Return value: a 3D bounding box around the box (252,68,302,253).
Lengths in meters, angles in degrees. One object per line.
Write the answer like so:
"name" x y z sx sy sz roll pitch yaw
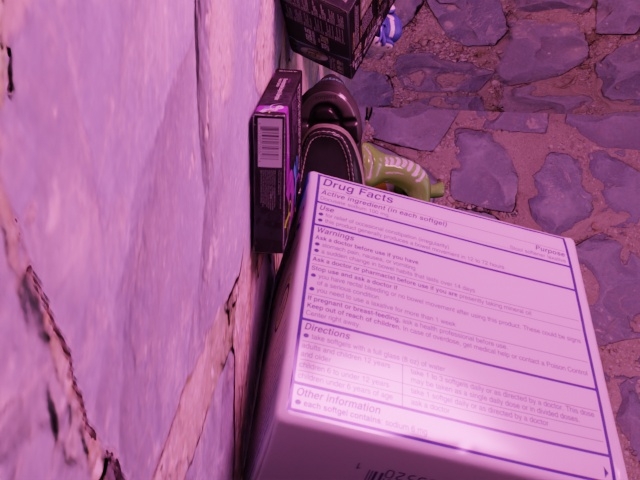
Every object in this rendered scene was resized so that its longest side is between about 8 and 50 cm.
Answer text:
"box" -0.035 -0.074 0.714 0.162 0.029 0.116 -84 176 -66

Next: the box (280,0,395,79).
"box" 0.030 -0.266 0.825 0.147 0.077 0.180 -62 173 -5

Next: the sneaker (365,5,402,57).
"sneaker" 0.050 -0.312 1.156 0.296 0.130 0.112 -66 160 -78

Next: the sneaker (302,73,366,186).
"sneaker" 0.019 -0.082 1.059 0.106 0.101 0.267 -87 178 -59

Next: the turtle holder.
"turtle holder" 0.101 -0.001 1.454 0.320 0.227 0.243 80 14 -72

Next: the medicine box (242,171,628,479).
"medicine box" 0.087 0.107 0.717 0.289 0.263 0.149 -83 -170 -49

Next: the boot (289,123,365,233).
"boot" 0.002 0.001 0.933 0.178 0.085 0.237 -73 167 -69
